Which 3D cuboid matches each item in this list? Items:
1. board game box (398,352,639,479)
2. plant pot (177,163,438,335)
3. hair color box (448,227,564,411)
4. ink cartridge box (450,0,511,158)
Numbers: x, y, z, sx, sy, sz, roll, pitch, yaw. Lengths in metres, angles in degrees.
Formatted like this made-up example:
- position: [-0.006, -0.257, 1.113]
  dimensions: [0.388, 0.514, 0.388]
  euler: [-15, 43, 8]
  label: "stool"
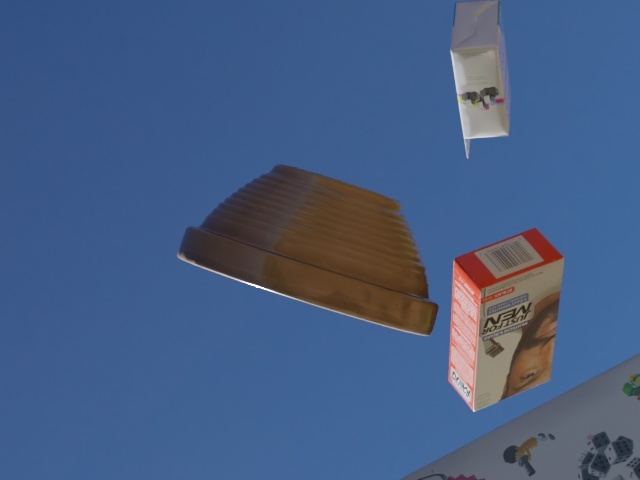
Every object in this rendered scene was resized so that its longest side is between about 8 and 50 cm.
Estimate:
- position: [0.133, 0.208, 0.970]
  dimensions: [0.224, 0.303, 0.097]
  euler: [55, -171, -50]
  label: "board game box"
- position: [0.000, 0.000, 1.385]
  dimensions: [0.237, 0.237, 0.110]
  euler: [16, -89, -52]
  label: "plant pot"
- position: [0.176, 0.077, 1.487]
  dimensions: [0.093, 0.053, 0.167]
  euler: [-20, -44, -19]
  label: "hair color box"
- position: [0.209, -0.205, 1.994]
  dimensions: [0.104, 0.061, 0.181]
  euler: [-80, -17, -45]
  label: "ink cartridge box"
